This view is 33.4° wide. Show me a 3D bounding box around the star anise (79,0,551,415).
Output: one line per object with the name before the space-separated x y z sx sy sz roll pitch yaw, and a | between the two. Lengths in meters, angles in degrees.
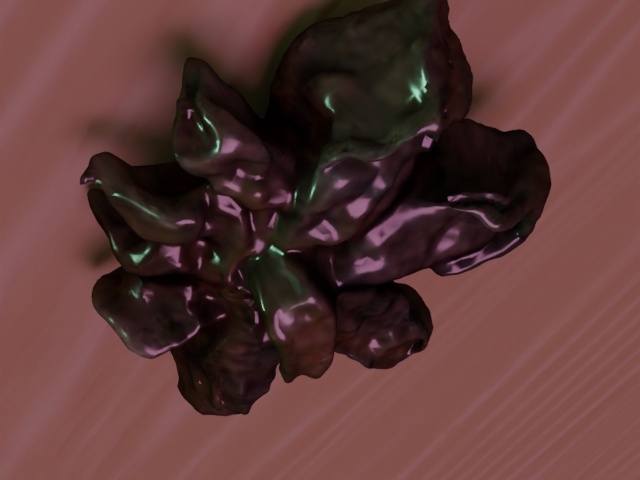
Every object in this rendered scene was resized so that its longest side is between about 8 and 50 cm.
star anise | 0.000 0.005 0.476 0.214 0.099 0.220 -16 142 4
